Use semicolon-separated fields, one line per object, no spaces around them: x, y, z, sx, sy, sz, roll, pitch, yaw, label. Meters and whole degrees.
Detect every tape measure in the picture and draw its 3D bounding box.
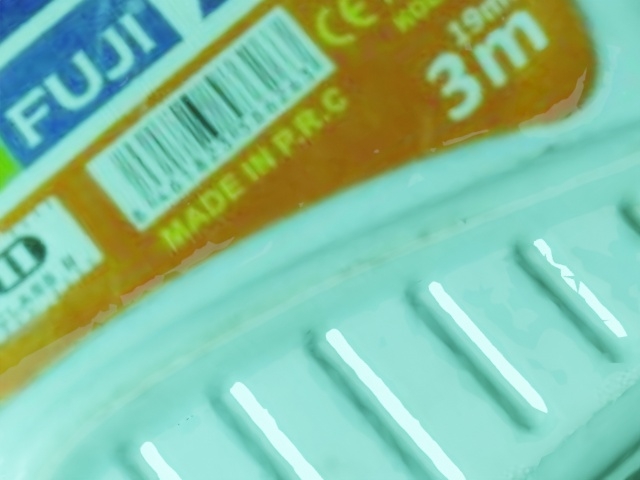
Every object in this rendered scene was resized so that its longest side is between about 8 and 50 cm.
0.000;0.000;0.527;0.258;0.130;0.265;-41;73;-2;tape measure
